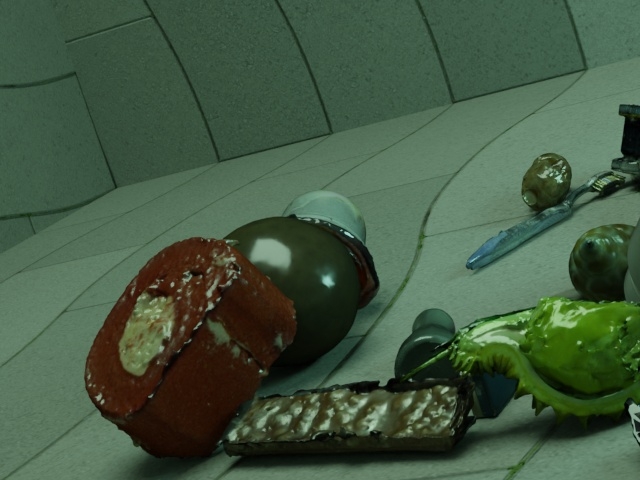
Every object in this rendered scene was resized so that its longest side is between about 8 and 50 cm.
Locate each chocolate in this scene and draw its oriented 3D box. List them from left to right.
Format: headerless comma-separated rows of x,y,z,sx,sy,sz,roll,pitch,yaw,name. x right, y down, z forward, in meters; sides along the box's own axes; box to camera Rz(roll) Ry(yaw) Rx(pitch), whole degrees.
0.008,-0.001,2.021,0.221,0.221,0.147,-9,38,35,chocolate
0.030,0.209,1.476,0.329,0.065,0.102,-10,28,36,chocolate

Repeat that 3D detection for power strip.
0.201,0.152,1.487,0.032,0.056,0.123,-11,13,32,power strip

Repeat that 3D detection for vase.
0.139,0.135,1.612,0.086,0.086,0.214,-16,8,8,vase

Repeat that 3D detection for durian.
0.271,0.120,1.349,0.375,0.132,0.106,-1,11,0,durian

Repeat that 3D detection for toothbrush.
0.370,-0.036,2.133,0.413,0.035,0.042,-28,39,-37,toothbrush

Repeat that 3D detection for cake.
-0.168,0.132,1.638,0.177,0.151,0.283,14,67,49,cake

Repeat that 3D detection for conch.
0.370,0.029,1.600,0.173,0.106,0.116,13,34,-15,conch

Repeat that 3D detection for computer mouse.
0.326,0.086,1.651,0.096,0.039,0.066,-18,10,-42,computer mouse

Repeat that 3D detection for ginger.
0.400,-0.105,2.276,0.104,0.080,0.204,-49,-2,15,ginger

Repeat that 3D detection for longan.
-0.060,0.077,1.832,0.248,0.248,0.248,-17,12,4,longan

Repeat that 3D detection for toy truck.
0.595,-0.160,2.166,0.157,0.124,0.272,4,8,-7,toy truck

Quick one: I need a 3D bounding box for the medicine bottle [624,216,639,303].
0.405,0.015,1.412,0.139,0.139,0.237,-18,-24,-3,medicine bottle

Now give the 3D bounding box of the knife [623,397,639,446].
0.463,0.136,1.239,0.365,0.043,0.089,-17,45,-6,knife
